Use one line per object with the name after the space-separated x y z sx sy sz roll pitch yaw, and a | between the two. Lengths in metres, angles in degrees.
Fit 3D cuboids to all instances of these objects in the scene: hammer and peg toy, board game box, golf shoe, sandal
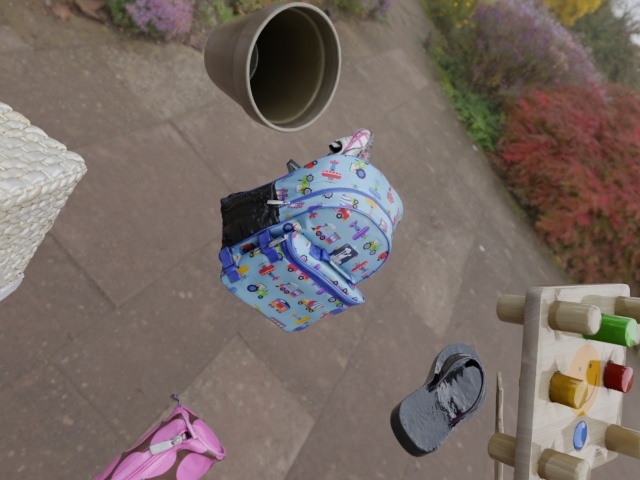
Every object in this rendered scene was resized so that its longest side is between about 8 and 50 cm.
0.379 0.191 0.853 0.361 0.127 0.265 4 91 -42 | hammer and peg toy
-0.033 -0.149 1.751 0.126 0.026 0.186 40 -10 14 | board game box
0.062 -0.195 1.292 0.086 0.067 0.186 24 31 -3 | golf shoe
0.327 0.372 1.515 0.167 0.107 0.446 52 36 7 | sandal

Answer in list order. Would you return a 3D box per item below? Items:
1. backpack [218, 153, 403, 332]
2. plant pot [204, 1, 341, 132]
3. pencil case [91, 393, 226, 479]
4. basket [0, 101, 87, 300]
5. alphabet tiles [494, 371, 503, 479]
0.000 0.000 0.646 0.158 0.173 0.117 47 28 -40 | backpack
-0.155 -0.470 1.654 0.280 0.323 0.323 23 7 40 | plant pot
-0.212 0.274 0.692 0.095 0.209 0.098 48 -11 5 | pencil case
-0.551 -0.067 0.818 0.328 0.266 0.331 36 12 -8 | basket
0.354 0.419 1.237 0.342 0.011 0.285 13 79 -75 | alphabet tiles
